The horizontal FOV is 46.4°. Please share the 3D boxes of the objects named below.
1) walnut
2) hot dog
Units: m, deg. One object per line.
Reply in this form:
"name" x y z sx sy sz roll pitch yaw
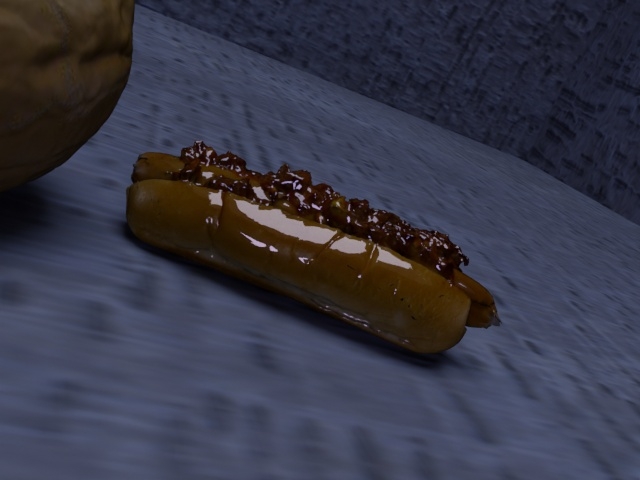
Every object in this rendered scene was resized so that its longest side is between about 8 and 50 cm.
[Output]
"walnut" -0.197 -0.113 0.366 0.195 0.195 0.221 25 23 2
"hot dog" 0.000 0.000 0.474 0.249 0.076 0.102 23 12 -2
